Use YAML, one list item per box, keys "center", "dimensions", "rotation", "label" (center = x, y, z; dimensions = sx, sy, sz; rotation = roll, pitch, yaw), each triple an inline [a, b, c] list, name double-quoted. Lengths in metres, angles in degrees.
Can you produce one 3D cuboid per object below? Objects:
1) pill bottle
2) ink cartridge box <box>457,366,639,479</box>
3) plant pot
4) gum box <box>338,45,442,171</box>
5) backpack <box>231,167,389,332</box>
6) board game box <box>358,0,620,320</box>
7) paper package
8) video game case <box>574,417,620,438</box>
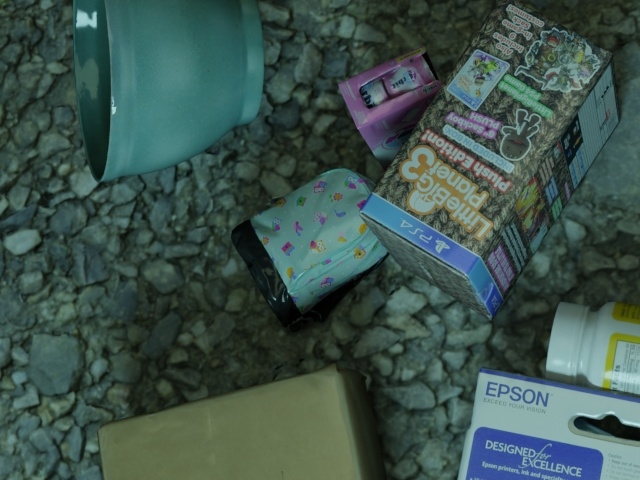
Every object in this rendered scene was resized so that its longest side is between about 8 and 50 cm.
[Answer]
- center: [0.360, 0.132, 1.726]
  dimensions: [0.209, 0.119, 0.119]
  rotation: [10, 79, 15]
  label: "pill bottle"
- center: [0.295, 0.317, 1.700]
  dimensions: [0.304, 0.072, 0.307]
  rotation: [11, 84, 13]
  label: "ink cartridge box"
- center: [-0.179, -0.221, 1.869]
  dimensions: [0.196, 0.293, 0.293]
  rotation: [-4, 74, -16]
  label: "plant pot"
- center: [0.095, -0.153, 1.817]
  dimensions: [0.107, 0.188, 0.062]
  rotation: [-25, 73, 6]
  label: "gum box"
- center: [0.000, 0.000, 1.840]
  dimensions: [0.182, 0.115, 0.152]
  rotation: [-31, 69, 1]
  label: "backpack"
- center: [0.198, -0.086, 1.756]
  dimensions: [0.141, 0.232, 0.291]
  rotation: [32, 84, 19]
  label: "board game box"
- center: [-0.073, 0.333, 1.746]
  dimensions: [0.310, 0.168, 0.324]
  rotation: [-15, 74, 9]
  label: "paper package"
- center: [0.280, 0.287, 1.759]
  dimensions: [0.119, 0.015, 0.166]
  rotation: [26, 83, 17]
  label: "video game case"
